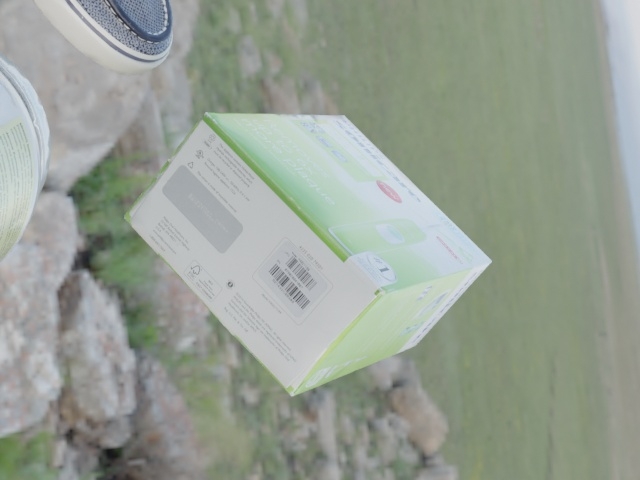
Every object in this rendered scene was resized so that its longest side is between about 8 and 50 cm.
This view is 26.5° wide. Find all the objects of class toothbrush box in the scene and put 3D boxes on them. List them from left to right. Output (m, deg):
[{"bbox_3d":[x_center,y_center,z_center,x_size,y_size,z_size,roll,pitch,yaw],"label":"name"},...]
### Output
[{"bbox_3d":[0.000,0.000,1.169,0.206,0.122,0.283,46,19,15],"label":"toothbrush box"}]

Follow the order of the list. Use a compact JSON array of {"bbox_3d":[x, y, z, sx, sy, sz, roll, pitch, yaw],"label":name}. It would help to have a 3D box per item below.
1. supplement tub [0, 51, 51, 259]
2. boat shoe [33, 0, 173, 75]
[{"bbox_3d":[-0.368,-0.044,1.102,0.325,0.235,0.235,-64,143,-69],"label":"supplement tub"},{"bbox_3d":[-0.187,-0.302,1.100,0.341,0.158,0.127,57,37,-20],"label":"boat shoe"}]
